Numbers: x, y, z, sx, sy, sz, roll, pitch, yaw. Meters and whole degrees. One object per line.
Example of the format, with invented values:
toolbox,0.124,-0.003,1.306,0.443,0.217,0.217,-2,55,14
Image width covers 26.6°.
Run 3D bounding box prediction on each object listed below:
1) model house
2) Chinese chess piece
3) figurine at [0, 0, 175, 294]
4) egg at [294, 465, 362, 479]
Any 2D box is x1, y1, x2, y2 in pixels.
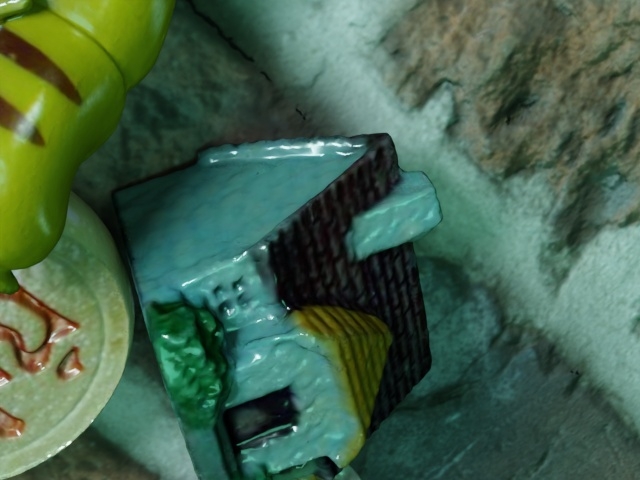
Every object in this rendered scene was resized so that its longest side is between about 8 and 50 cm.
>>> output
model house,-0.004,0.077,1.096,0.249,0.230,0.280,-17,128,-5
Chinese chess piece,-0.278,0.063,1.040,0.270,0.112,0.270,-13,125,-19
figurine,-0.202,-0.139,0.895,0.218,0.169,0.326,28,73,-3
egg,-0.046,0.301,1.255,0.183,0.183,0.217,20,118,-33
